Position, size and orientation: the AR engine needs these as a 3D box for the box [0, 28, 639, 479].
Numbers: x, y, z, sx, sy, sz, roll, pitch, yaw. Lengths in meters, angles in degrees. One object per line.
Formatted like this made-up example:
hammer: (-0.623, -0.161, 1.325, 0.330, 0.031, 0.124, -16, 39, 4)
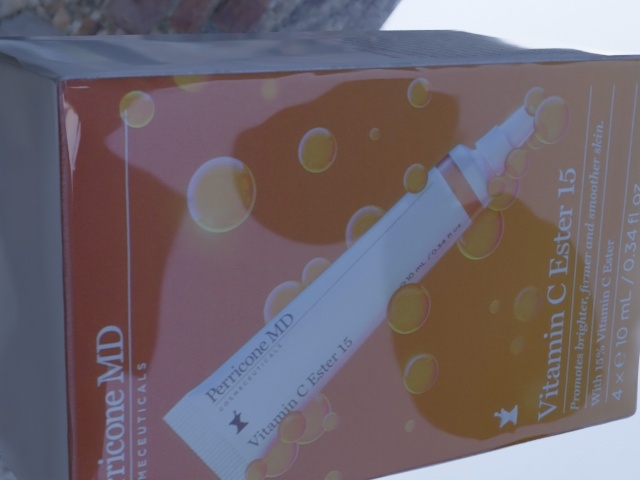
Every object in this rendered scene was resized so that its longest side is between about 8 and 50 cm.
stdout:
box: (0.000, 0.000, 0.622, 0.168, 0.345, 0.215, 25, -62, 56)
